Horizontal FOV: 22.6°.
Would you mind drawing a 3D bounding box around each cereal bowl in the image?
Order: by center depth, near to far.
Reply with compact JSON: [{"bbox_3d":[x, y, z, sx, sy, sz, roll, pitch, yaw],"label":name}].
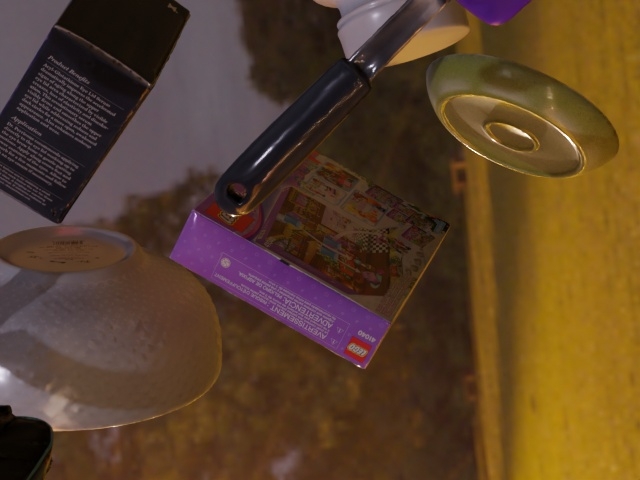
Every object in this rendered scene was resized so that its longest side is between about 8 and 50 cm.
[{"bbox_3d":[-0.275,0.074,1.729,0.339,0.339,0.141,-85,-3,-71],"label":"cereal bowl"}]

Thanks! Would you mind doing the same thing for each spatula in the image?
[{"bbox_3d":[0.036,-0.111,0.930,0.084,0.296,0.030,44,-152,-3],"label":"spatula"}]

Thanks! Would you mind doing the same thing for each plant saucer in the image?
[{"bbox_3d":[0.226,-0.134,1.858,0.037,0.241,0.241,-64,-16,-17],"label":"plant saucer"}]

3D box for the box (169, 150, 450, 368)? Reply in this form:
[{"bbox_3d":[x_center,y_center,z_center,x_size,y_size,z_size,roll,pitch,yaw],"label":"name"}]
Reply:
[{"bbox_3d":[0.000,0.000,1.521,0.057,0.201,0.293,-62,-5,22],"label":"box"}]

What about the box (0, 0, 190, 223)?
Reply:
[{"bbox_3d":[-0.234,-0.146,1.562,0.207,0.108,0.153,-51,12,33],"label":"box"}]

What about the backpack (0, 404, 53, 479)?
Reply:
[{"bbox_3d":[-0.313,0.225,1.287,0.188,0.166,0.144,-79,2,-69],"label":"backpack"}]

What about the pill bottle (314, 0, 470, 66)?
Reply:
[{"bbox_3d":[0.032,-0.241,1.144,0.124,0.124,0.221,45,-151,-83],"label":"pill bottle"}]
